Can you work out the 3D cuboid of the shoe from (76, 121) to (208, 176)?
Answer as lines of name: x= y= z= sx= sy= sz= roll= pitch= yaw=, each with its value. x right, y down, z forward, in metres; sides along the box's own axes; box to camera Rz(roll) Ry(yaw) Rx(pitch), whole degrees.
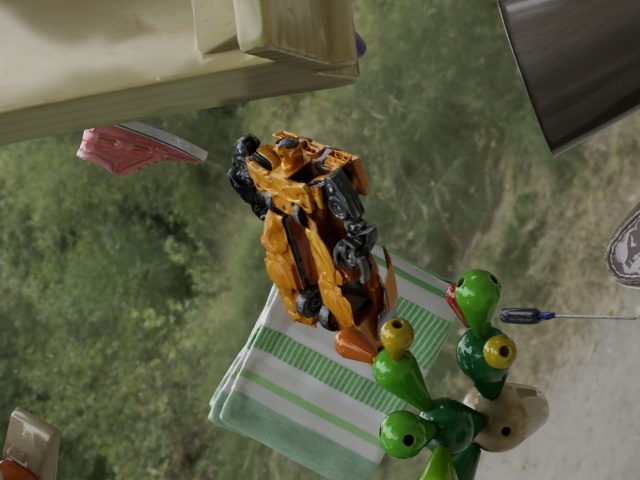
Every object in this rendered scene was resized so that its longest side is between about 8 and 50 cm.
shoe: x=-0.253 y=-0.124 z=1.284 sx=0.063 sy=0.178 sz=0.081 roll=27 pitch=97 yaw=62

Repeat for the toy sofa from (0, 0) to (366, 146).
toy sofa: x=-0.161 y=-0.150 z=0.551 sx=0.177 sy=0.363 sz=0.150 roll=-13 pitch=-84 yaw=-68

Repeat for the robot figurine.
robot figurine: x=0.000 y=0.000 z=1.009 sx=0.085 sy=0.211 sz=0.291 roll=-40 pitch=-44 yaw=-29

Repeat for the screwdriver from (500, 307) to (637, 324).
screwdriver: x=0.305 y=0.091 z=1.122 sx=0.024 sy=0.170 sz=0.025 roll=8 pitch=-103 yaw=-59

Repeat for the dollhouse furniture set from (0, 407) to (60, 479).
dollhouse furniture set: x=-0.344 y=0.194 z=0.582 sx=0.262 sy=0.259 sz=0.135 roll=-33 pitch=-42 yaw=-55

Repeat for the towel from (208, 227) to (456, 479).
towel: x=0.021 y=0.155 z=1.218 sx=0.324 sy=0.248 sz=0.038 roll=-63 pitch=2 yaw=11

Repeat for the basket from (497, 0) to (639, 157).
basket: x=0.335 y=-0.223 z=0.995 sx=0.154 sy=0.227 sz=0.204 roll=23 pitch=-129 yaw=-65

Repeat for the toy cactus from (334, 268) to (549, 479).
toy cactus: x=0.088 y=0.124 z=0.606 sx=0.180 sy=0.112 sz=0.218 roll=3 pitch=-85 yaw=-49

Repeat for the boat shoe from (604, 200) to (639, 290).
boat shoe: x=0.433 y=-0.045 z=0.948 sx=0.324 sy=0.116 sz=0.097 roll=-34 pitch=-17 yaw=31
